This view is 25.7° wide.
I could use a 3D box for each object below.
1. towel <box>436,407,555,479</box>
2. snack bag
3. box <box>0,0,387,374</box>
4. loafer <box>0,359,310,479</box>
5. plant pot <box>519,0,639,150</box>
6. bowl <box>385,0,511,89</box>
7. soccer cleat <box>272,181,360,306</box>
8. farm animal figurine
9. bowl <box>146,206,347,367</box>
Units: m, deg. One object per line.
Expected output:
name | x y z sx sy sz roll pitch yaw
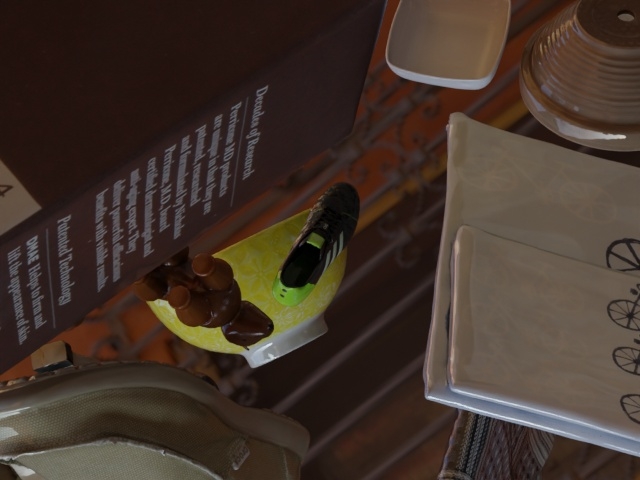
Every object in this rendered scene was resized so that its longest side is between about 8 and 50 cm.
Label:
towel | 0.172 0.232 1.332 0.324 0.056 0.312 71 -148 -52
snack bag | 0.241 0.034 1.017 0.323 0.037 0.342 15 -143 -3
box | -0.171 -0.052 0.672 0.191 0.381 0.143 46 153 16
loafer | -0.090 0.131 0.796 0.268 0.102 0.092 24 -122 -53
plant pot | 0.355 -0.225 1.660 0.109 0.237 0.237 84 162 -47
bowl | 0.160 -0.246 1.729 0.142 0.142 0.053 11 155 15
soccer cleat | 0.000 0.000 1.674 0.060 0.179 0.072 29 158 3
farm animal figurine | -0.169 0.167 1.136 0.172 0.327 0.330 53 -140 -67
bowl | -0.074 0.075 1.865 0.156 0.289 0.289 63 -170 1
